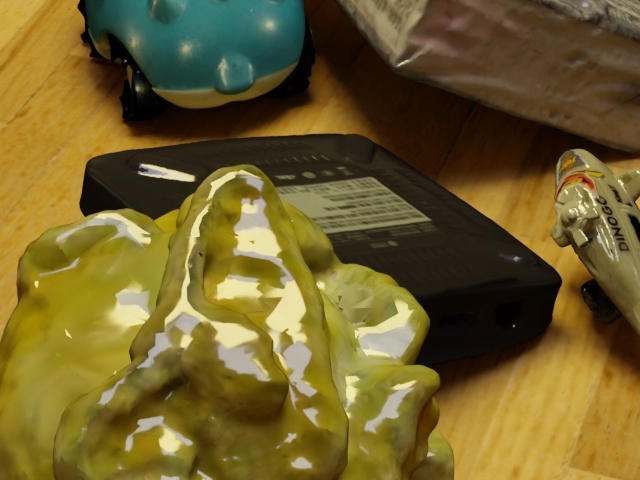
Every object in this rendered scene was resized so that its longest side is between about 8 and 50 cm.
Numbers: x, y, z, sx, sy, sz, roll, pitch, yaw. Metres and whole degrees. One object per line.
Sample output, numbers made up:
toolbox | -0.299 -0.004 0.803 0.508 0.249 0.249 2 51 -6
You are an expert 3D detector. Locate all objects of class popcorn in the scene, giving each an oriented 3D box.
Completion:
popcorn | -0.062 0.118 1.157 0.312 0.312 0.312 1 37 -1

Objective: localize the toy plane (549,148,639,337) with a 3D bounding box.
toy plane | 0.232 0.044 1.416 0.108 0.092 0.286 23 39 -51

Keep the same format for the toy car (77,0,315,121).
toy car | -0.113 -0.229 1.707 0.188 0.190 0.255 -11 37 -14

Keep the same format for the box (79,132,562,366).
box | 0.000 0.000 1.456 0.290 0.073 0.289 -7 33 -37

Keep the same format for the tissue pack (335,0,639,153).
tissue pack | 0.122 -0.251 1.711 0.288 0.124 0.394 14 28 -33
